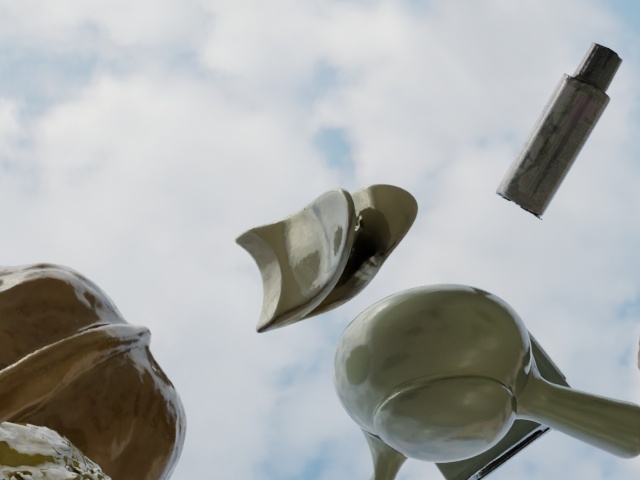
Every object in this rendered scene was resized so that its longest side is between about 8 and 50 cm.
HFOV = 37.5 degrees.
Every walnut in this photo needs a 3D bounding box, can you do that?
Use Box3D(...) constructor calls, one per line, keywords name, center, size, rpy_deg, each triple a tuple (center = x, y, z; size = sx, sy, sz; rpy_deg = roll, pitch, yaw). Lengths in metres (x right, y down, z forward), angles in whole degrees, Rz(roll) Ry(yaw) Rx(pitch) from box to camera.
Box3D(name="walnut", center=(-0.275, 0.165, 0.897), size=(0.285, 0.285, 0.296), rpy_deg=(-32, -97, -27))

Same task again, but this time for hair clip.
Box3D(name="hair clip", center=(0.009, 0.006, 1.393), size=(0.113, 0.282, 0.173), rpy_deg=(11, -128, -42))

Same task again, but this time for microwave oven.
Box3D(name="microwave oven", center=(0.234, 0.225, 1.299), size=(0.208, 0.122, 0.162), rpy_deg=(-39, -114, 8))

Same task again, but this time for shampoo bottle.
Box3D(name="shampoo bottle", center=(0.291, -0.134, 1.137), size=(0.072, 0.072, 0.214), rpy_deg=(28, -84, -9))

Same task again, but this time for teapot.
Box3D(name="teapot", center=(0.173, 0.142, 0.964), size=(0.318, 0.220, 0.149), rpy_deg=(-10, -131, 3))

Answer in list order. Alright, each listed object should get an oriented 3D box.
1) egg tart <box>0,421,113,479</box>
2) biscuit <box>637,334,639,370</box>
Box3D(name="egg tart", center=(-0.211, 0.180, 0.526), size=(0.294, 0.294, 0.123), rpy_deg=(-10, -115, -24))
Box3D(name="biscuit", center=(0.589, 0.219, 1.268), size=(0.054, 0.378, 0.094), rpy_deg=(-16, -60, -31))
